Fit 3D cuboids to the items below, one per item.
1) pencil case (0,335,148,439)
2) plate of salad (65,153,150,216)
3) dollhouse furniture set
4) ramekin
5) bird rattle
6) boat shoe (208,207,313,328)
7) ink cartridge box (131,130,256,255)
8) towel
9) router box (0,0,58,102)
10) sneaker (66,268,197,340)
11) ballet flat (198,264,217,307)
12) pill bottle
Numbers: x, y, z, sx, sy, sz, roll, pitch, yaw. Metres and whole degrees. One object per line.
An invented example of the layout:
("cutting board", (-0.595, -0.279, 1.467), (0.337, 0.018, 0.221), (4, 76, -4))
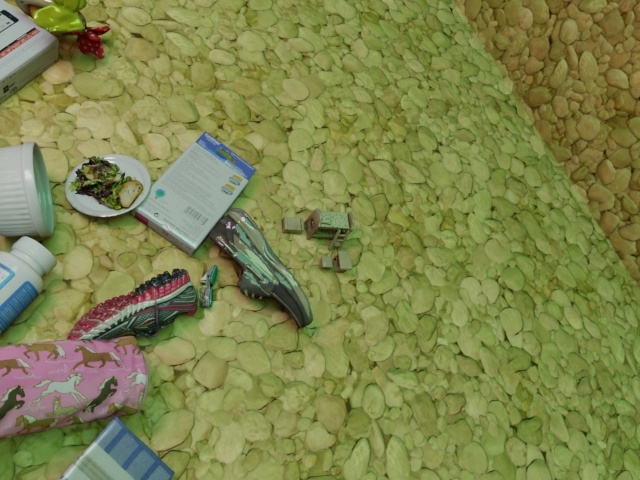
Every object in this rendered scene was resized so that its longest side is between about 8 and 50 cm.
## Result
("pencil case", (-0.517, 0.279, 0.972), (0.385, 0.167, 0.160), (0, 51, -44))
("plate of salad", (-0.519, -0.143, 1.272), (0.199, 0.048, 0.200), (4, 56, -6))
("dollhouse furniture set", (0.000, 0.000, 1.448), (0.181, 0.101, 0.161), (3, 65, -24))
("ramekin", (-0.654, -0.105, 1.125), (0.108, 0.207, 0.207), (-8, 70, -19))
("bird rattle", (-0.660, -0.580, 1.334), (0.206, 0.253, 0.143), (19, 94, -7))
("boat shoe", (-0.155, 0.087, 1.336), (0.130, 0.132, 0.356), (-36, 89, -9))
("ink cartridge box", (-0.324, -0.130, 1.377), (0.185, 0.065, 0.311), (36, 59, -6))
("towel", (-0.428, 0.508, 0.984), (0.285, 0.034, 0.209), (-51, 125, -34))
("router box", (-0.874, -0.468, 1.259), (0.301, 0.082, 0.336), (36, 56, -6))
("sneaker", (-0.412, 0.175, 1.162), (0.299, 0.120, 0.112), (-27, 110, -25))
("ballet flat", (-0.283, 0.111, 1.298), (0.041, 0.041, 0.115), (14, 60, -20))
("pill bottle", (-0.655, 0.101, 1.069), (0.124, 0.124, 0.222), (37, 56, -6))
